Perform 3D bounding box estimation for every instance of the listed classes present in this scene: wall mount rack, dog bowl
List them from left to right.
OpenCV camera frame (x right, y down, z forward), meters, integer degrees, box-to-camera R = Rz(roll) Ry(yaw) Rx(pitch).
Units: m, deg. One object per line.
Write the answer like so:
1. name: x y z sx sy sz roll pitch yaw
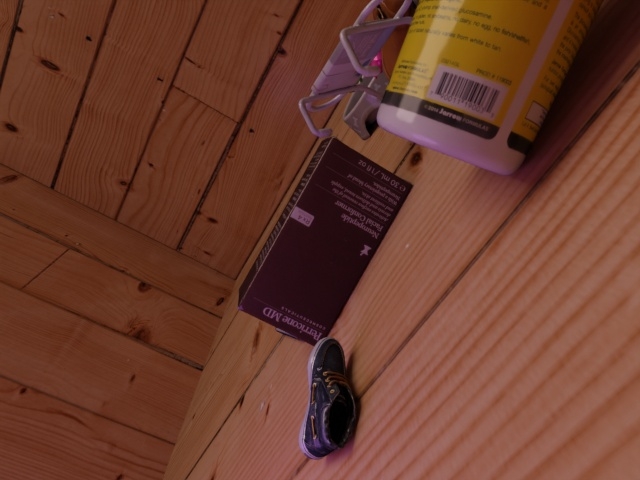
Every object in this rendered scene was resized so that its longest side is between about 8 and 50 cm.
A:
1. dog bowl: 0.193 -0.516 1.455 0.349 0.102 0.349 -57 12 19
2. wall mount rack: 0.127 -0.330 0.870 0.304 0.131 0.350 -24 -7 -29

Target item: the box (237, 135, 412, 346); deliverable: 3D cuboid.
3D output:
1. box: 0.000 0.000 0.892 0.382 0.191 0.143 -61 12 6

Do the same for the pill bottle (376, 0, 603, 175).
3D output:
1. pill bottle: 0.207 -0.260 0.493 0.188 0.187 0.334 -99 29 -71

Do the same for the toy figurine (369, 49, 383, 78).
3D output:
1. toy figurine: 0.203 -0.490 1.213 0.130 0.159 0.173 -46 19 52

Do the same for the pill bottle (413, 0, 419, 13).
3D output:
1. pill bottle: 0.309 -0.641 1.021 0.264 0.153 0.153 -29 30 36

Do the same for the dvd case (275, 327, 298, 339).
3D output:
1. dvd case: -0.046 0.161 1.110 0.180 0.029 0.238 -65 13 -14

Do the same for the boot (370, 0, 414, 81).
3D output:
1. boot: 0.184 -0.464 0.943 0.220 0.108 0.284 20 -125 -83

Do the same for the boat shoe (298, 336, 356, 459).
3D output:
1. boat shoe: 0.021 0.219 0.636 0.083 0.065 0.184 -47 26 46

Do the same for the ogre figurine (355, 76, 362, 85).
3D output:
1. ogre figurine: 0.130 -0.584 1.405 0.197 0.097 0.118 -47 4 14
